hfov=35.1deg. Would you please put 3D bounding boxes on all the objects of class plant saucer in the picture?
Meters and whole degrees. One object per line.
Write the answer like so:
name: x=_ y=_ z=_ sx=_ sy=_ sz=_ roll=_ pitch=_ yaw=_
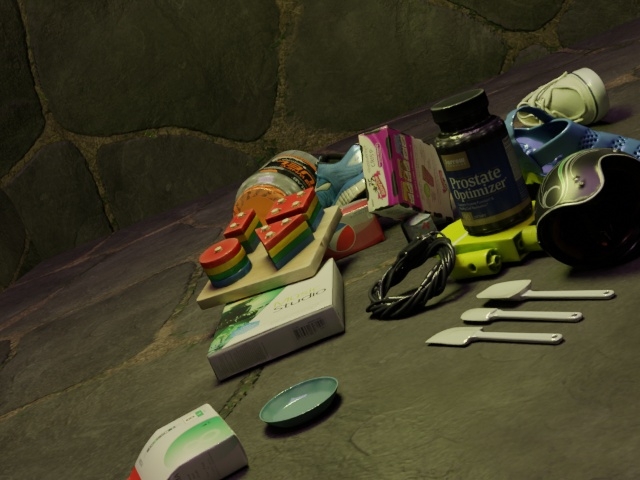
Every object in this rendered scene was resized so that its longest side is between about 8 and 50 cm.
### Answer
plant saucer: x=-0.027 y=0.228 z=1.405 sx=0.119 sy=0.021 sz=0.119 roll=-22 pitch=12 yaw=5

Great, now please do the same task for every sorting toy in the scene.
sorting toy: x=-0.112 y=0.005 z=2.011 sx=0.257 sy=0.089 sz=0.255 roll=-18 pitch=22 yaw=23

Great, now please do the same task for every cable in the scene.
cable: x=0.150 y=0.068 z=1.659 sx=0.184 sy=0.047 sz=0.150 roll=-41 pitch=27 yaw=12

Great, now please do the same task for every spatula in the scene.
spatula: x=0.276 y=0.099 z=1.396 sx=0.168 sy=0.019 sz=0.242 roll=-31 pitch=13 yaw=-33

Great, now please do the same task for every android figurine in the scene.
android figurine: x=0.305 y=-0.009 z=1.715 sx=0.273 sy=0.056 sz=0.248 roll=-11 pitch=18 yaw=46

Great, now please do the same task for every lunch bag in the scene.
lunch bag: x=0.187 y=-0.011 z=1.913 sx=0.053 sy=0.071 sz=0.083 roll=-31 pitch=15 yaw=-14

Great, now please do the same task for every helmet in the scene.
helmet: x=0.401 y=-0.055 z=1.481 sx=0.169 sy=0.169 sz=0.161 roll=-13 pitch=33 yaw=42

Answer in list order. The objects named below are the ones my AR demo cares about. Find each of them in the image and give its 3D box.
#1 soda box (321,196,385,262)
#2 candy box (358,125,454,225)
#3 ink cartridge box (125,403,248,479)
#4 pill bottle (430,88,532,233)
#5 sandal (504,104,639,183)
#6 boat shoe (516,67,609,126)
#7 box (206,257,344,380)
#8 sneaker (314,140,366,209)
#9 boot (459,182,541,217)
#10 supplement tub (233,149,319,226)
soda box: x=0.000 y=0.000 z=2.172 sx=0.263 sy=0.092 sz=0.083 roll=-23 pitch=14 yaw=4
candy box: x=0.170 y=-0.120 z=1.987 sx=0.071 sy=0.159 sz=0.233 roll=-16 pitch=-16 yaw=32
ink cartridge box: x=-0.222 y=0.310 z=1.359 sx=0.224 sy=0.056 sz=0.181 roll=-25 pitch=12 yaw=-15
pill bottle: x=0.261 y=-0.132 z=1.673 sx=0.122 sy=0.219 sz=0.123 roll=-21 pitch=14 yaw=5
sandal: x=0.425 y=-0.147 z=1.698 sx=0.317 sy=0.138 sz=0.126 roll=13 pitch=60 yaw=31
boat shoe: x=0.547 y=-0.318 z=2.402 sx=0.156 sy=0.136 sz=0.367 roll=-25 pitch=9 yaw=-6
box: x=-0.073 y=0.133 z=1.821 sx=0.232 sy=0.058 sz=0.322 roll=-23 pitch=10 yaw=5
sneaker: x=0.043 y=-0.119 z=2.310 sx=0.129 sy=0.147 sz=0.330 roll=-7 pitch=-22 yaw=-38
boot: x=0.394 y=-0.105 z=1.901 sx=0.244 sy=0.088 sz=0.176 roll=-20 pitch=10 yaw=34
supplement tub: x=-0.101 y=-0.104 z=2.576 sx=0.193 sy=0.194 sz=0.316 roll=-19 pitch=13 yaw=20
